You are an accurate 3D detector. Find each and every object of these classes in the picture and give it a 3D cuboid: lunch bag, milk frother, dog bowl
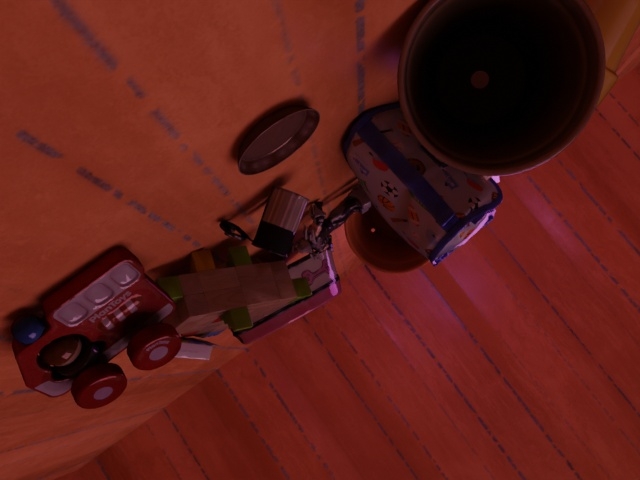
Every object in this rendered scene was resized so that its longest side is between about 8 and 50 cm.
[{"bbox_3d":[0.230,-0.128,1.387,0.239,0.328,0.385,-43,166,9],"label":"lunch bag"},{"bbox_3d":[-0.119,-0.051,1.278,0.143,0.129,0.134,23,86,-45],"label":"milk frother"},{"bbox_3d":[-0.117,0.171,1.844,0.408,0.150,0.408,-28,179,-1],"label":"dog bowl"}]

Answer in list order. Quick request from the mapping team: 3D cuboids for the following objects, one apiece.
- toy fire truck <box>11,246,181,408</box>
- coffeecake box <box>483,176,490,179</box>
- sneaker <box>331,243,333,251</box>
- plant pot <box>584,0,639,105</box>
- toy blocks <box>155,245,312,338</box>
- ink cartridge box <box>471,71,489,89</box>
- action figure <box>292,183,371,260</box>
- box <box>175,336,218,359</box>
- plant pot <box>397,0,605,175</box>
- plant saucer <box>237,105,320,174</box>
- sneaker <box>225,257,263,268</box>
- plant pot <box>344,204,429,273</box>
[{"bbox_3d":[-0.423,0.160,1.121,0.302,0.169,0.254,-36,145,-6],"label":"toy fire truck"},{"bbox_3d":[0.393,-0.231,1.264,0.185,0.068,0.142,-35,-152,23],"label":"coffeecake box"},{"bbox_3d":[0.000,0.000,1.956,0.053,0.059,0.144,-5,164,18],"label":"sneaker"},{"bbox_3d":[0.575,-0.458,1.339,0.254,0.254,0.239,-18,145,-58],"label":"plant pot"},{"bbox_3d":[-0.251,0.155,1.454,0.381,0.190,0.261,-7,160,-40],"label":"toy blocks"},{"bbox_3d":[0.352,-0.344,1.377,0.128,0.127,0.176,-37,169,9],"label":"ink cartridge box"},{"bbox_3d":[0.034,-0.054,1.658,0.285,0.099,0.185,-39,162,-14],"label":"action figure"},{"bbox_3d":[-0.344,0.249,1.441,0.109,0.042,0.178,6,171,42],"label":"box"},{"bbox_3d":[0.301,-0.291,1.094,0.323,0.323,0.280,-39,-176,14],"label":"plant pot"},{"bbox_3d":[-0.076,-0.175,1.038,0.168,0.029,0.168,-34,169,-7],"label":"plant saucer"},{"bbox_3d":[-0.230,0.110,1.655,0.185,0.069,0.084,-20,160,-49],"label":"sneaker"},{"bbox_3d":[0.232,-0.069,1.855,0.291,0.291,0.203,-41,-174,22],"label":"plant pot"}]
